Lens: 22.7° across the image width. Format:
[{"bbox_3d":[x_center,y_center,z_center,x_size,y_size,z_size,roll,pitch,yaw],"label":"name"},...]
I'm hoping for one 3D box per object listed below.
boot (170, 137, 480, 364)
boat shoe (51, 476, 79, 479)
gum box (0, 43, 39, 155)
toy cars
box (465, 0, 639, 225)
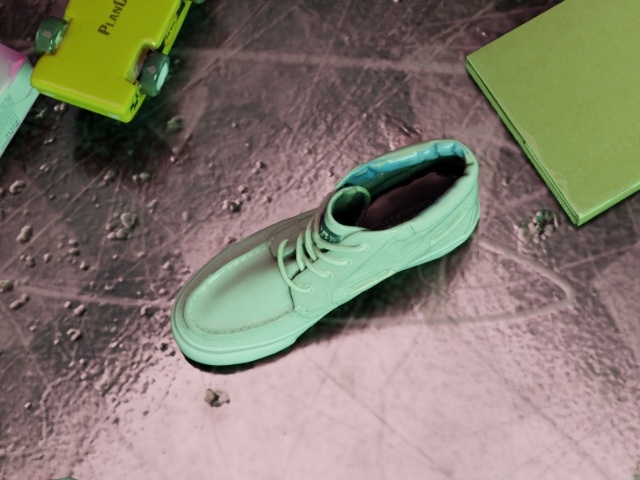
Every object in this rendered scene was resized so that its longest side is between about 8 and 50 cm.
[{"bbox_3d":[0.000,0.000,1.182,0.258,0.123,0.095,-29,72,-7],"label":"boot"},{"bbox_3d":[-0.173,0.261,1.138,0.065,0.083,0.183,-16,44,-3],"label":"boat shoe"},{"bbox_3d":[-0.312,-0.087,1.262,0.107,0.062,0.188,26,74,11],"label":"gum box"},{"bbox_3d":[-0.192,-0.258,1.308,0.176,0.087,0.393,-18,67,-12],"label":"toy cars"},{"bbox_3d":[0.242,-0.129,1.268,0.201,0.021,0.164,-30,72,-7],"label":"box"}]
